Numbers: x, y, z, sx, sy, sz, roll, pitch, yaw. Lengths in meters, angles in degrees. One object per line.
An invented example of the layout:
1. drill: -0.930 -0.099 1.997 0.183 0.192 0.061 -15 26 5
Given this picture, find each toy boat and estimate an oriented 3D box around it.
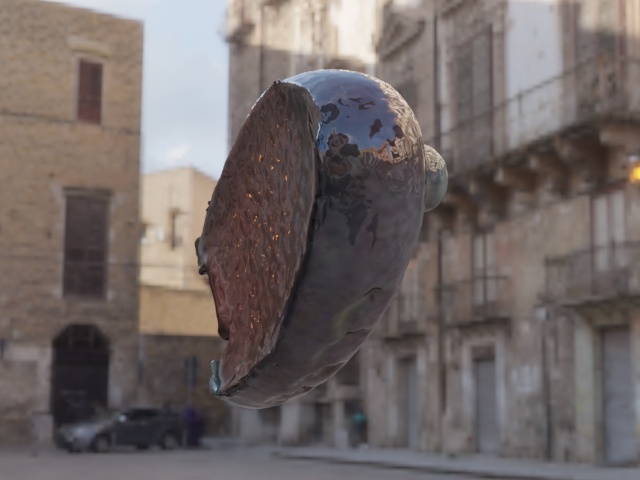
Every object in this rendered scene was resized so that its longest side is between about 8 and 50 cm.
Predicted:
1. toy boat: 0.000 0.000 0.726 0.085 0.155 0.227 5 -33 -20
